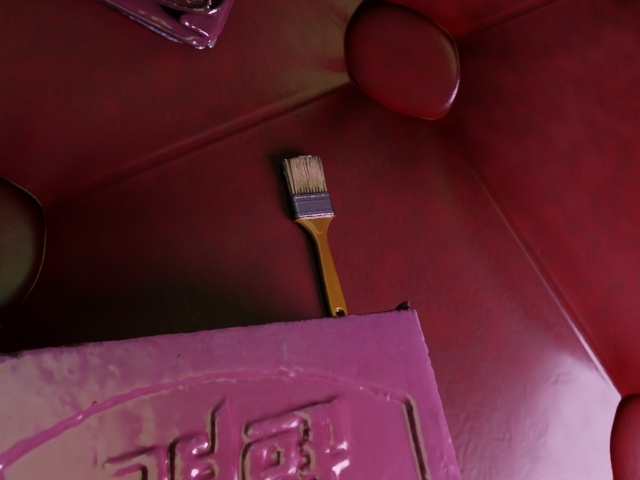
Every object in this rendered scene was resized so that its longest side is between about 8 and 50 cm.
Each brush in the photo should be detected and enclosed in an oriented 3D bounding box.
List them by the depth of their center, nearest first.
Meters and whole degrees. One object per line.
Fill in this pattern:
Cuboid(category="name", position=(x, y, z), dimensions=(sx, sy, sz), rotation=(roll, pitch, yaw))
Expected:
Cuboid(category="brush", position=(0.000, 0.000, 0.797), dimensions=(0.043, 0.014, 0.170), rotation=(-6, 73, -25))

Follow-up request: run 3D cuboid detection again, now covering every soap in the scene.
Cuboid(category="soap", position=(-0.083, 0.183, 0.619), dimensions=(0.359, 0.128, 0.233), rotation=(-4, 71, -27))

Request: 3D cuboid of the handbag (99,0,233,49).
Cuboid(category="handbag", position=(-0.164, -0.309, 0.818), dimensions=(0.216, 0.074, 0.203), rotation=(25, 60, -13))
